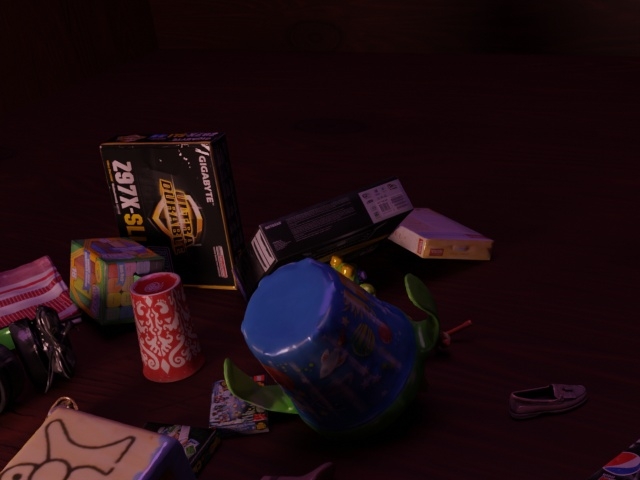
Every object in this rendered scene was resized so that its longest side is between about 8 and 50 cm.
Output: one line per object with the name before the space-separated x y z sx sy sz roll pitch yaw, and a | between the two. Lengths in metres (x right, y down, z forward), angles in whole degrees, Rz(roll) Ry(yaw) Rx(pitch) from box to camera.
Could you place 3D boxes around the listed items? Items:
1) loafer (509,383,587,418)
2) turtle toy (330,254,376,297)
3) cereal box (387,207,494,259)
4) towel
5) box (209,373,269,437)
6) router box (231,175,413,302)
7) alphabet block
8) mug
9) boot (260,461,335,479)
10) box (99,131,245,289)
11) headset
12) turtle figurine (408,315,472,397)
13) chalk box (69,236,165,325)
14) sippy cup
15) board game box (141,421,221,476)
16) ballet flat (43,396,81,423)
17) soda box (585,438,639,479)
loafer | 0.347 0.238 1.483 0.125 0.039 0.045 -13 24 -9
turtle toy | 0.059 0.088 1.867 0.066 0.095 0.130 3 19 -26
cereal box | 0.219 -0.017 2.020 0.172 0.047 0.240 2 17 -29
towel | -0.650 0.132 2.060 0.237 0.037 0.329 -20 27 -21
box | -0.131 0.269 1.591 0.093 0.027 0.137 -8 24 -1
router box | 0.000 0.000 1.910 0.308 0.081 0.243 -21 -14 -25
alphabet block | -0.278 0.351 1.221 0.197 0.194 0.192 9 40 29
mug | -0.283 0.144 1.744 0.113 0.169 0.150 -16 26 -14
boot | -0.042 0.346 1.377 0.086 0.042 0.118 4 27 31
box | -0.298 -0.061 2.014 0.257 0.322 0.079 3 25 22
headset | -0.547 0.190 1.714 0.394 0.185 0.243 0 24 46
turtle figurine | 0.128 0.181 1.625 0.269 0.087 0.217 -7 24 4
chalk box | -0.393 0.084 1.925 0.132 0.133 0.213 -4 17 -36
sippy cup | 0.008 0.149 1.463 0.305 0.224 0.240 -50 43 -7
board game box | -0.263 0.359 1.440 0.136 0.030 0.260 5 27 22
ballet flat | -0.425 0.317 1.537 0.073 0.067 0.206 -8 25 2
soda box | 0.402 0.316 1.268 0.168 0.060 0.053 -25 28 -31
